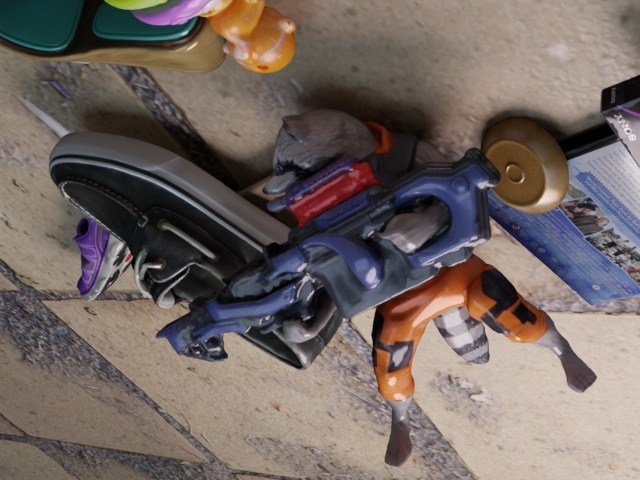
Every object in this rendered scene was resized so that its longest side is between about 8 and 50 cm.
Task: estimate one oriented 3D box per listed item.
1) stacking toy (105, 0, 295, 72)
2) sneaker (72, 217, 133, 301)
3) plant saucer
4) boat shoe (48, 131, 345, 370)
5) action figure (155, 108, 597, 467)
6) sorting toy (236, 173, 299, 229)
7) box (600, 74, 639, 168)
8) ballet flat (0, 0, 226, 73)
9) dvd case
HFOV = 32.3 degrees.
[{"bbox_3d":[-0.114,-0.211,0.765,0.175,0.165,0.302,-17,144,33],"label":"stacking toy"},{"bbox_3d":[-0.257,0.009,1.294,0.071,0.068,0.170,39,141,4],"label":"sneaker"},{"bbox_3d":[0.159,-0.056,0.885,0.083,0.015,0.083,26,132,33],"label":"plant saucer"},{"bbox_3d":[-0.127,0.009,1.063,0.335,0.119,0.121,27,152,5],"label":"boat shoe"},{"bbox_3d":[0.038,0.034,0.975,0.341,0.178,0.330,-20,111,25],"label":"action figure"},{"bbox_3d":[0.000,0.000,1.110,0.193,0.038,0.208,38,152,-22],"label":"sorting toy"},{"bbox_3d":[0.287,-0.082,0.743,0.162,0.029,0.116,-20,127,37],"label":"box"},{"bbox_3d":[-0.184,-0.172,0.927,0.232,0.080,0.073,12,163,23],"label":"ballet flat"},{"bbox_3d":[0.262,-0.026,0.891,0.180,0.022,0.253,39,147,-22],"label":"dvd case"}]
